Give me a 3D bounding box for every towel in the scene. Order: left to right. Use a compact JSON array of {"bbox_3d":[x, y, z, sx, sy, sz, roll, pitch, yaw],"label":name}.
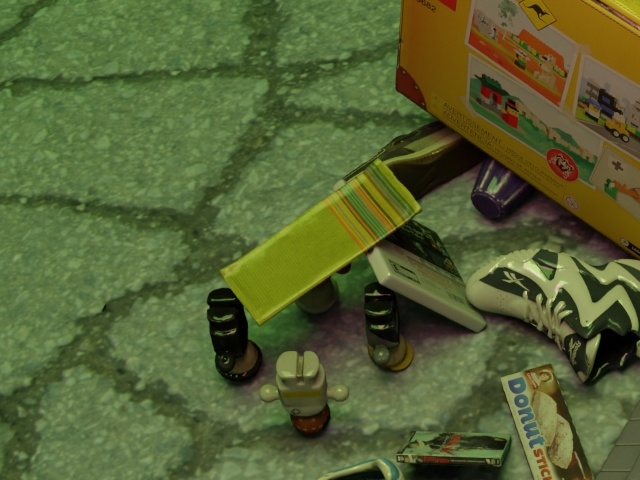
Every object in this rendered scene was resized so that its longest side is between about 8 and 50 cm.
[{"bbox_3d":[0.000,0.000,1.799,0.237,0.021,0.102,-35,48,-6],"label":"towel"}]

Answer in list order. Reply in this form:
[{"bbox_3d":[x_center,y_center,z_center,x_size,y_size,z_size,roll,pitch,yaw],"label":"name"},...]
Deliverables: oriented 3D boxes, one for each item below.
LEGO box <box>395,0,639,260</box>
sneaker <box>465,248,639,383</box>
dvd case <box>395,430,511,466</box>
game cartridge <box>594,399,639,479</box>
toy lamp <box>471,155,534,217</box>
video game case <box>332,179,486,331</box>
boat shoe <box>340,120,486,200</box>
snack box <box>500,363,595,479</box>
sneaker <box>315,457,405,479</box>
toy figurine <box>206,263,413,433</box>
[{"bbox_3d":[0.337,-0.219,1.806,0.500,0.372,0.193,38,63,22],"label":"LEGO box"},{"bbox_3d":[0.284,0.096,1.807,0.235,0.094,0.153,6,43,8],"label":"sneaker"},{"bbox_3d":[0.153,0.237,1.744,0.119,0.013,0.087,-1,11,16],"label":"dvd case"},{"bbox_3d":[0.418,0.241,1.548,0.355,0.068,0.230,-12,40,54],"label":"game cartridge"},{"bbox_3d":[0.288,-0.138,2.022,0.080,0.080,0.274,22,56,30],"label":"toy lamp"},{"bbox_3d":[0.109,0.020,1.873,0.022,0.190,0.173,-44,45,20],"label":"video game case"},{"bbox_3d":[0.118,-0.104,2.043,0.223,0.080,0.073,-25,43,-13],"label":"boat shoe"},{"bbox_3d":[0.260,0.223,1.753,0.064,0.022,0.178,-17,48,3],"label":"snack box"},{"bbox_3d":[-0.014,0.311,1.713,0.237,0.086,0.085,-28,50,-7],"label":"sneaker"},{"bbox_3d":[-0.015,0.114,1.851,0.209,0.148,0.213,36,65,30],"label":"toy figurine"}]
